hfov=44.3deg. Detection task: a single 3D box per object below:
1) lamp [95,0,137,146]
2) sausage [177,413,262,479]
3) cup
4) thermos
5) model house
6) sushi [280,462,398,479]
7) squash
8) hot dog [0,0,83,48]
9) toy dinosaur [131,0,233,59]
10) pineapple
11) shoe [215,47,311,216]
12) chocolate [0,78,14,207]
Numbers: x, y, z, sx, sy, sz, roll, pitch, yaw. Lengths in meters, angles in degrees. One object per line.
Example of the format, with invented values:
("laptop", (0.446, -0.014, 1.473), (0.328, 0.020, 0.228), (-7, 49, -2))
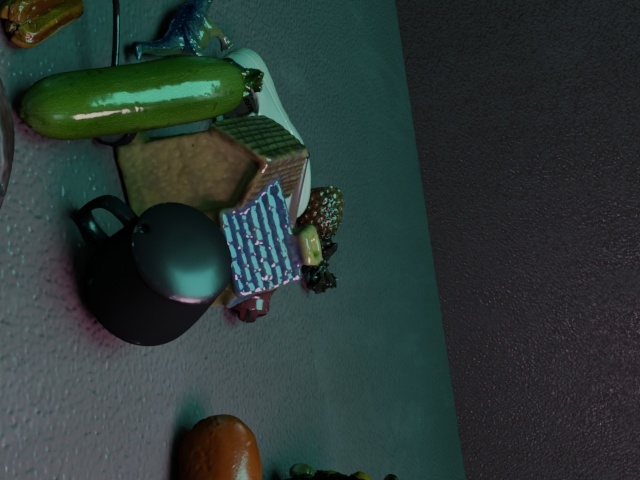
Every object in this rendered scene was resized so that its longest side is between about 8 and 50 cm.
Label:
("lamp", (-0.295, -0.328, 1.174), (0.108, 0.130, 0.371), (-18, 96, -79))
("sausage", (-0.154, 0.396, 1.198), (0.133, 0.133, 0.258), (45, 40, -58))
("cup", (-0.235, 0.027, 1.063), (0.223, 0.176, 0.169), (48, 48, -8))
("thermos", (-0.097, -0.009, 1.447), (0.109, 0.136, 0.330), (12, 89, -38))
("model house", (-0.134, -0.049, 1.262), (0.261, 0.266, 0.321), (-30, 109, -65))
("sushi", (0.066, 0.570, 1.442), (0.285, 0.328, 0.328), (-15, 90, -64))
("squash", (-0.231, -0.203, 1.099), (0.378, 0.101, 0.101), (-16, 97, -40))
("hot dog", (-0.370, -0.311, 1.054), (0.165, 0.045, 0.071), (-68, 142, -55))
("toy dinosaur", (-0.231, -0.370, 1.415), (0.147, 0.076, 0.363), (59, 32, -32))
("pineapple", (0.000, 0.000, 1.841), (0.125, 0.125, 0.251), (19, 69, -68))
("shoe", (-0.125, -0.193, 1.549), (0.160, 0.131, 0.363), (-52, 125, -65))
("chocolate", (-0.390, -0.108, 0.629), (0.213, 0.303, 0.303), (-113, -178, -64))
